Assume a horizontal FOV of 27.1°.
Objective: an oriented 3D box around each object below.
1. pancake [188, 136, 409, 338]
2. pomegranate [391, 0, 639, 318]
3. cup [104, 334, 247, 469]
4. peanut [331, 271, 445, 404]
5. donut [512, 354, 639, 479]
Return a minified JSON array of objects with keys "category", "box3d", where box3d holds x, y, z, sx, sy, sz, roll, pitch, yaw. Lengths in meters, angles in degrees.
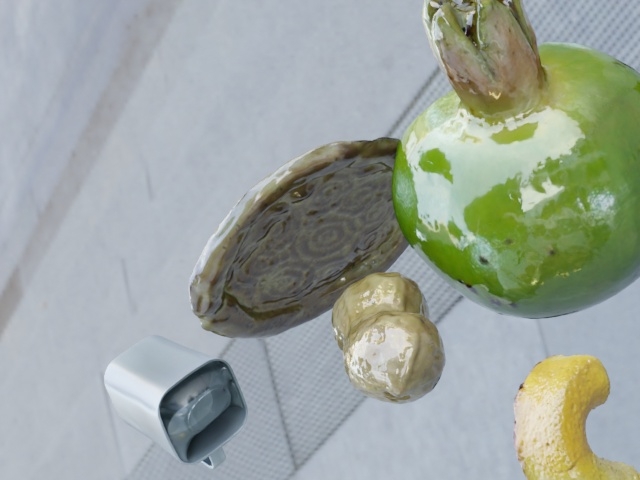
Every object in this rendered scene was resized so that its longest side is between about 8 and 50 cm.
[{"category":"pancake","box3d":[-0.001,0.000,1.181,0.031,0.250,0.250,53,136,30]},{"category":"pomegranate","box3d":[0.163,-0.080,1.054,0.236,0.236,0.302,35,157,44]},{"category":"cup","box3d":[-0.145,0.175,1.386,0.129,0.095,0.128,18,136,51]},{"category":"peanut","box3d":[0.056,0.076,1.063,0.193,0.089,0.089,-115,26,-72]},{"category":"donut","box3d":[0.358,0.294,1.894,0.101,0.152,0.259,-27,79,56]}]
